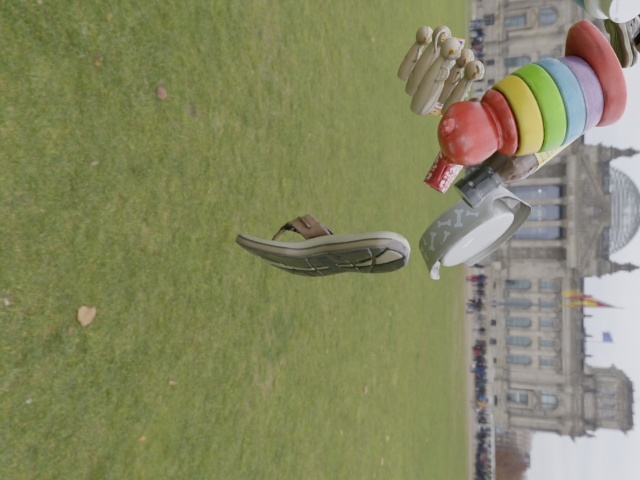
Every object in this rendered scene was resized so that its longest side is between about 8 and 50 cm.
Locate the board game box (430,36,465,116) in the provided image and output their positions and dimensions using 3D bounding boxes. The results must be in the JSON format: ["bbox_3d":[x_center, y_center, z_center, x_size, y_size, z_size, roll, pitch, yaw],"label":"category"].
[{"bbox_3d":[0.334,-0.437,1.312,0.147,0.045,0.193,-58,162,-69],"label":"board game box"}]

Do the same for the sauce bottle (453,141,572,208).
[{"bbox_3d":[0.442,-0.204,1.050,0.111,0.344,0.111,50,9,-11],"label":"sauce bottle"}]

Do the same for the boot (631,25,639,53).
[{"bbox_3d":[0.741,-0.465,0.948,0.305,0.115,0.112,-48,173,-1],"label":"boot"}]

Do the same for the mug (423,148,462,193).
[{"bbox_3d":[0.453,-0.275,1.811,0.150,0.113,0.169,24,99,-43],"label":"mug"}]

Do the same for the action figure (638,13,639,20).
[{"bbox_3d":[0.863,-0.729,1.391,0.139,0.091,0.280,-7,61,-44],"label":"action figure"}]

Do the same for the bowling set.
[{"bbox_3d":[0.290,-0.359,1.052,0.287,0.200,0.154,-94,-155,-53],"label":"bowling set"}]

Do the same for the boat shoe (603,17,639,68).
[{"bbox_3d":[0.920,-0.621,1.454,0.095,0.095,0.257,57,33,-57],"label":"boat shoe"}]

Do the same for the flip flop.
[{"bbox_3d":[0.000,0.000,0.733,0.112,0.277,0.080,38,55,-52],"label":"flip flop"}]

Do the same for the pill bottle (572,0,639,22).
[{"bbox_3d":[0.668,-0.603,1.157,0.124,0.124,0.221,68,8,-48],"label":"pill bottle"}]

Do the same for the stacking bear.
[{"bbox_3d":[0.342,-0.220,0.848,0.175,0.289,0.164,62,8,-56],"label":"stacking bear"}]

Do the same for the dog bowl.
[{"bbox_3d":[0.446,-0.026,1.453,0.102,0.349,0.349,58,5,25],"label":"dog bowl"}]
